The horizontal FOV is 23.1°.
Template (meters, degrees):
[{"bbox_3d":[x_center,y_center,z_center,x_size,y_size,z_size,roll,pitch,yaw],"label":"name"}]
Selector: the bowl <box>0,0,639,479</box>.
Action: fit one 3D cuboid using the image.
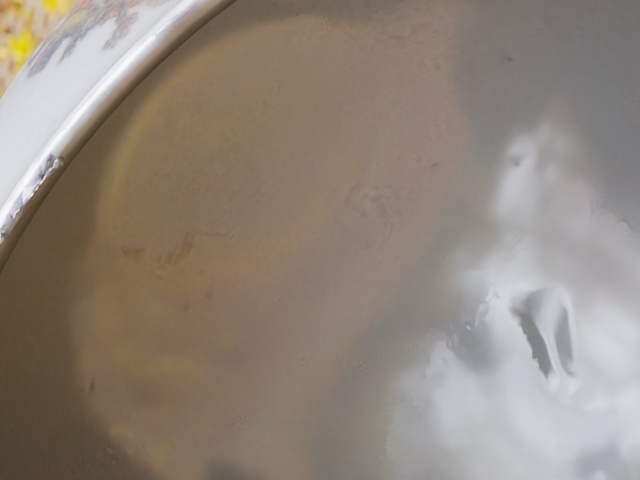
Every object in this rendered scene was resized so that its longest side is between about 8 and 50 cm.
[{"bbox_3d":[0.000,0.000,0.525,0.157,0.345,0.346,48,124,41],"label":"bowl"}]
